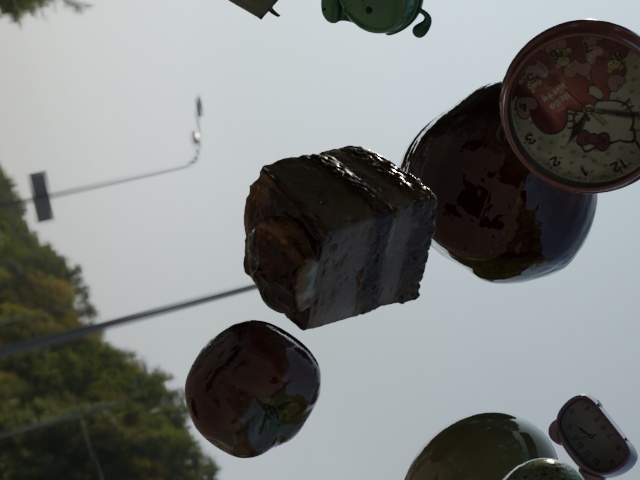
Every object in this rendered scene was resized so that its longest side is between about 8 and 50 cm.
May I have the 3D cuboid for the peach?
[{"bbox_3d":[-0.084,0.160,1.183,0.152,0.152,0.152,165,-90,-70],"label":"peach"}]

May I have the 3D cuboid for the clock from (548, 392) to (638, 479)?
[{"bbox_3d":[0.461,0.344,1.804,0.152,0.110,0.050,55,13,26],"label":"clock"}]

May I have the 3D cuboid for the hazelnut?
[{"bbox_3d":[0.346,-0.099,1.990,0.429,0.402,0.402,84,-10,-84],"label":"hazelnut"}]

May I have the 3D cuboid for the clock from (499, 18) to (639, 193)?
[{"bbox_3d":[0.364,-0.180,1.434,0.244,0.056,0.244,9,-66,22],"label":"clock"}]

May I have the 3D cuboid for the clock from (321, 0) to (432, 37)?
[{"bbox_3d":[0.092,-0.392,1.635,0.189,0.060,0.148,22,-49,23],"label":"clock"}]

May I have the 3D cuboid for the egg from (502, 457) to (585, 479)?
[{"bbox_3d":[0.205,0.257,0.996,0.085,0.110,0.085,46,-18,20],"label":"egg"}]

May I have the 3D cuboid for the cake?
[{"bbox_3d":[0.000,0.000,1.513,0.199,0.293,0.196,41,-46,37],"label":"cake"}]

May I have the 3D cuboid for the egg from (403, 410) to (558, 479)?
[{"bbox_3d":[0.210,0.330,1.389,0.186,0.242,0.186,37,-34,30],"label":"egg"}]

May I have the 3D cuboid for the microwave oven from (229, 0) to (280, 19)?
[{"bbox_3d":[-0.045,-0.303,0.830,0.205,0.163,0.129,-31,-142,53],"label":"microwave oven"}]
